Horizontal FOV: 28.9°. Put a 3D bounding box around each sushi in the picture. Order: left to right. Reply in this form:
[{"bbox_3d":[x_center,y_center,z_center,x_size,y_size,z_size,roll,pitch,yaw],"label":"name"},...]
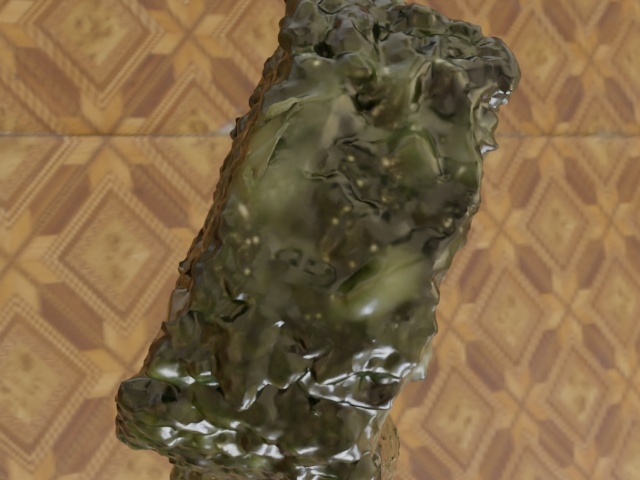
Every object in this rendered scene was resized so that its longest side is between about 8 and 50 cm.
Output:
[{"bbox_3d":[0.000,0.000,0.843,0.178,0.294,0.351,21,77,-4],"label":"sushi"}]

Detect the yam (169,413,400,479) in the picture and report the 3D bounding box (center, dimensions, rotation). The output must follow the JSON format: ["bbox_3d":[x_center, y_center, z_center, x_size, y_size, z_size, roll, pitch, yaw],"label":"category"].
[{"bbox_3d":[-0.028,0.213,1.218,0.300,0.195,0.195,21,64,-81],"label":"yam"}]
